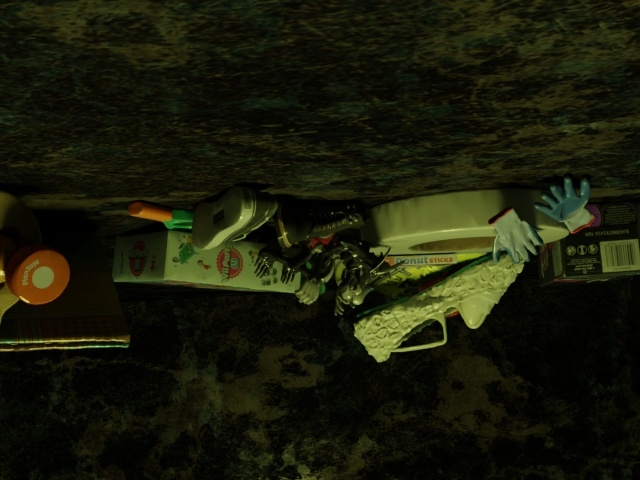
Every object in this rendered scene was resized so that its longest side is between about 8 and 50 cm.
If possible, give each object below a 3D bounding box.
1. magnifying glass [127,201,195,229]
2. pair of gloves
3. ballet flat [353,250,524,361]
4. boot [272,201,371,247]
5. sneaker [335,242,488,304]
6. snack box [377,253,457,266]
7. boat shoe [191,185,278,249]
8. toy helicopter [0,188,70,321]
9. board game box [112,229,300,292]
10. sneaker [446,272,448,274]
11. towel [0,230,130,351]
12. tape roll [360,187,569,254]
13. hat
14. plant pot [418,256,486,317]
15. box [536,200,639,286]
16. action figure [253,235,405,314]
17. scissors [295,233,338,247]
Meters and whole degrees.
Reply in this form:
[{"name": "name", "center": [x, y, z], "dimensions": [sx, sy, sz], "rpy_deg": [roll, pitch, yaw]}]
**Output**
[{"name": "magnifying glass", "center": [-0.248, -0.039, 1.416], "dimensions": [0.092, 0.026, 0.231], "rpy_deg": [-6, 171, 21]}, {"name": "pair of gloves", "center": [0.362, -0.028, 1.380], "dimensions": [0.198, 0.023, 0.159], "rpy_deg": [-34, 138, 13]}, {"name": "ballet flat", "center": [0.273, 0.153, 1.831], "dimensions": [0.409, 0.147, 0.147], "rpy_deg": [-25, 168, 10]}, {"name": "boot", "center": [0.003, -0.039, 1.400], "dimensions": [0.137, 0.077, 0.198], "rpy_deg": [-10, -176, 13]}, {"name": "sneaker", "center": [0.206, 0.059, 1.892], "dimensions": [0.384, 0.147, 0.145], "rpy_deg": [-11, 168, 35]}, {"name": "snack box", "center": [0.184, 0.043, 1.705], "dimensions": [0.178, 0.022, 0.064], "rpy_deg": [-2, 174, -12]}, {"name": "boat shoe", "center": [-0.139, -0.031, 1.325], "dimensions": [0.070, 0.078, 0.219], "rpy_deg": [2, 169, -31]}, {"name": "toy helicopter", "center": [-0.529, 0.068, 1.104], "dimensions": [0.140, 0.355, 0.235], "rpy_deg": [22, 154, 44]}, {"name": "board game box", "center": [-0.223, 0.046, 1.654], "dimensions": [0.303, 0.098, 0.224], "rpy_deg": [9, 172, -38]}, {"name": "sneaker", "center": [0.301, 0.071, 2.203], "dimensions": [0.135, 0.098, 0.276], "rpy_deg": [-1, 174, -32]}, {"name": "towel", "center": [-0.475, 0.077, 1.381], "dimensions": [0.271, 0.040, 0.370], "rpy_deg": [0, -154, -24]}, {"name": "tape roll", "center": [0.265, -0.026, 1.574], "dimensions": [0.392, 0.072, 0.392], "rpy_deg": [-4, 172, -1]}, {"name": "hat", "center": [0.000, 0.000, 1.810], "dimensions": [0.208, 0.183, 0.173], "rpy_deg": [39, 159, 5]}, {"name": "plant pot", "center": [0.319, 0.085, 2.019], "dimensions": [0.174, 0.191, 0.191], "rpy_deg": [-14, 171, 10]}, {"name": "box", "center": [0.547, 0.014, 1.725], "dimensions": [0.165, 0.143, 0.270], "rpy_deg": [-4, 173, 5]}, {"name": "action figure", "center": [0.018, 0.062, 1.517], "dimensions": [0.275, 0.141, 0.164], "rpy_deg": [4, 163, 43]}, {"name": "scissors", "center": [0.016, 0.019, 1.677], "dimensions": [0.109, 0.021, 0.297], "rpy_deg": [-11, 153, 17]}]
